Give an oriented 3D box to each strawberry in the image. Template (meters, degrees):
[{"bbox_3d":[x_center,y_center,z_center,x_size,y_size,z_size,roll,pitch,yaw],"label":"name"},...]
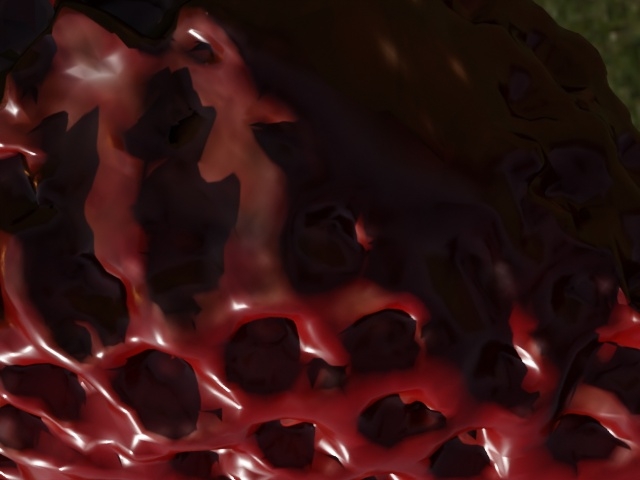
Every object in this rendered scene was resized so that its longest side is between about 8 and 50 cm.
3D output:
[{"bbox_3d":[0.000,0.000,0.751,0.345,0.295,0.317,25,101,-6],"label":"strawberry"}]
